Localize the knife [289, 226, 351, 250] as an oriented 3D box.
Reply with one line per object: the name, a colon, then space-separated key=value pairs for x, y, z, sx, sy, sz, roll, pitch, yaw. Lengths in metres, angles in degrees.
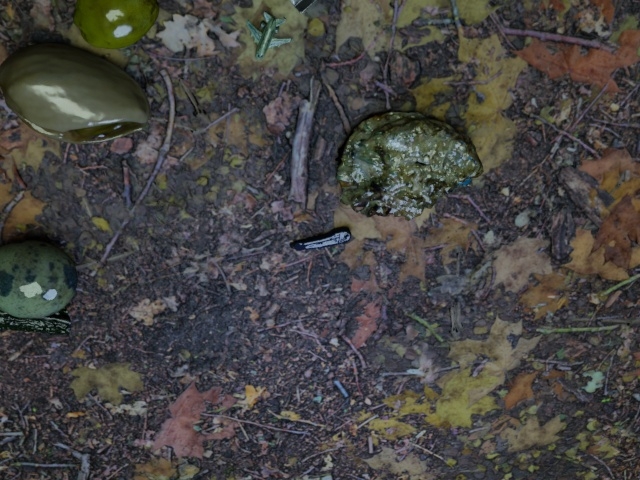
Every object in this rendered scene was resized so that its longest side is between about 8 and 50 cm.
knife: x=0.000 y=0.000 z=1.503 sx=0.121 sy=0.018 sz=0.031 roll=-12 pitch=128 yaw=1

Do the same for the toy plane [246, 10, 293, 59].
toy plane: x=-0.088 y=-0.334 z=1.288 sx=0.080 sy=0.033 sz=0.083 roll=17 pitch=124 yaw=-17

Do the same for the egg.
egg: x=-0.529 y=0.070 z=1.410 sx=0.181 sy=0.141 sz=0.141 roll=4 pitch=120 yaw=0

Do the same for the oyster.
oyster: x=0.157 y=-0.130 z=1.408 sx=0.259 sy=0.092 sz=0.198 roll=0 pitch=117 yaw=-3

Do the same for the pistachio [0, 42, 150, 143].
pistachio: x=-0.390 y=-0.230 z=1.255 sx=0.238 sy=0.138 sz=0.153 roll=21 pitch=81 yaw=-19

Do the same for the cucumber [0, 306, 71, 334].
cucumber: x=-0.601 y=0.135 z=1.477 sx=0.265 sy=0.077 sz=0.077 roll=5 pitch=119 yaw=-11

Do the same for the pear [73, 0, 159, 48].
pear: x=-0.315 y=-0.353 z=1.211 sx=0.131 sy=0.107 sz=0.107 roll=-34 pitch=119 yaw=0

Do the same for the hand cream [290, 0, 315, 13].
hand cream: x=-0.088 y=-0.499 z=1.181 sx=0.121 sy=0.076 sz=0.336 roll=-37 pitch=124 yaw=16
